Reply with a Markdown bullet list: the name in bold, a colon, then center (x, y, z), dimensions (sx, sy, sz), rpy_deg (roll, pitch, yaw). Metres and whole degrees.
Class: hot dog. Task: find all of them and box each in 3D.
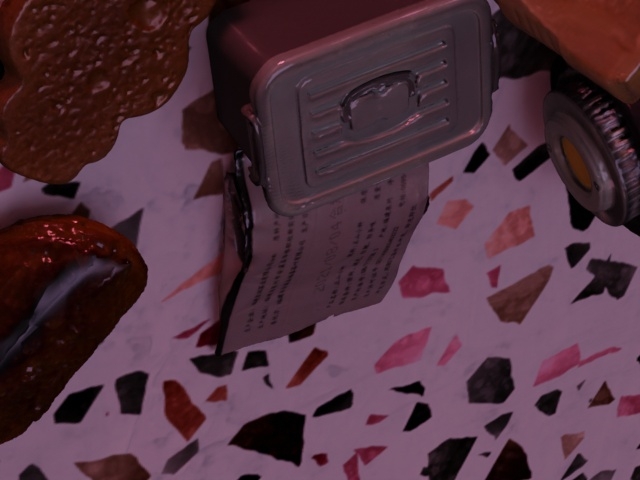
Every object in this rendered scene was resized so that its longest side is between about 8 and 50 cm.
- **hot dog**: center (-0.251, 0.072, 1.557), dimensions (0.227, 0.099, 0.160), rpy_deg (-43, 136, -1)

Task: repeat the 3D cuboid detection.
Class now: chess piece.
- **chess piece**: center (0.201, -0.225, 1.505), dimensions (0.137, 0.301, 0.137), rpy_deg (-17, 129, -21)

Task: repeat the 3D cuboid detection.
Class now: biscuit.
- **biscuit**: center (-0.175, -0.180, 1.458), dimensions (0.186, 0.044, 0.295), rpy_deg (25, 105, -40)

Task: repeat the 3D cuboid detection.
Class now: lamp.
- **lamp**: center (0.356, -0.126, 1.757), dimensions (0.272, 0.205, 0.374), rpy_deg (-36, 150, 7)

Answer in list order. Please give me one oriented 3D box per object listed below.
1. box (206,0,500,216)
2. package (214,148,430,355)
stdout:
- **box**: center (0.021, -0.146, 1.558), dimensions (0.243, 0.135, 0.163), rpy_deg (-23, 132, -18)
- **package**: center (0.000, 0.000, 1.709), dimensions (0.204, 0.062, 0.251), rpy_deg (-14, 133, -25)
